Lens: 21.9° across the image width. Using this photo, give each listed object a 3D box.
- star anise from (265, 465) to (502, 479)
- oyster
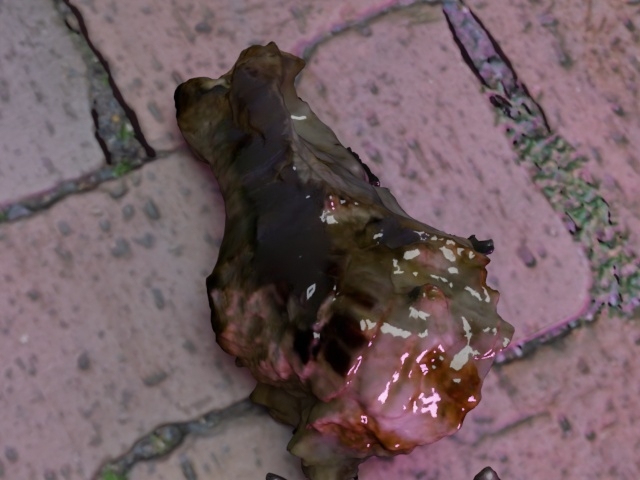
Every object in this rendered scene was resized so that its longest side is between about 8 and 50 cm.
[{"bbox_3d":[0.023,0.241,1.054,0.231,0.089,0.209,-16,82,-11],"label":"star anise"},{"bbox_3d":[0.006,-0.005,1.133,0.197,0.133,0.337,-26,55,7],"label":"oyster"}]
